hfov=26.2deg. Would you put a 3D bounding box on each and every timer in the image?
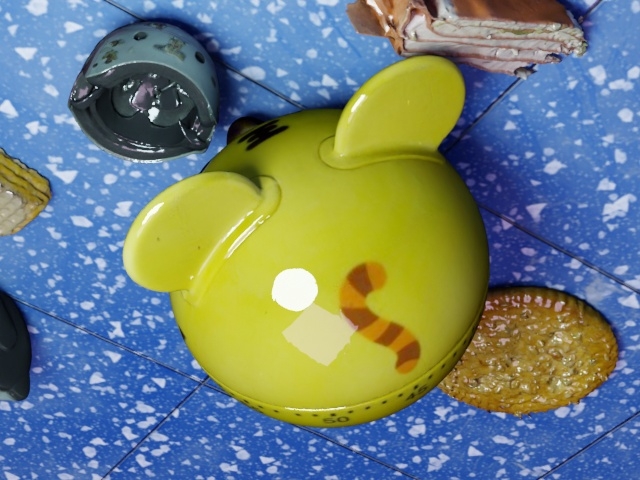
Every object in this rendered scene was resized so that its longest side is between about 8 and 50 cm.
[{"bbox_3d":[0.000,0.000,1.412,0.376,0.376,0.387,-5,142,11],"label":"timer"}]

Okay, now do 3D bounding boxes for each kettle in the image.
[{"bbox_3d":[-0.504,0.126,1.747,0.236,0.161,0.221,-16,102,21],"label":"kettle"}]

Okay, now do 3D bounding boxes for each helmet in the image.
[{"bbox_3d":[-0.177,-0.165,1.433,0.153,0.107,0.177,17,154,-16],"label":"helmet"}]

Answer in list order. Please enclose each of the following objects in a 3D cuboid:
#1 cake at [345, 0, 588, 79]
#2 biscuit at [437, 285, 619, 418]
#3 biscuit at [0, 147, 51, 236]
[{"bbox_3d":[0.147,-0.229,1.351,0.287,0.135,0.098,12,135,-36],"label":"cake"},{"bbox_3d":[0.254,0.147,1.763,0.254,0.035,0.254,3,136,3],"label":"biscuit"},{"bbox_3d":[-0.477,-0.123,1.538,0.379,0.054,0.094,35,130,-28],"label":"biscuit"}]
